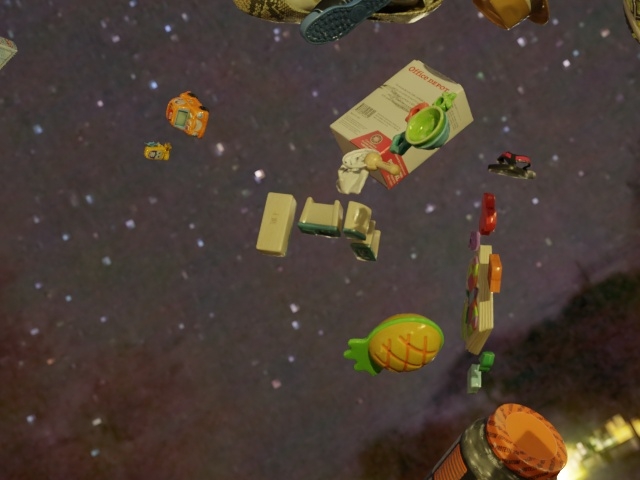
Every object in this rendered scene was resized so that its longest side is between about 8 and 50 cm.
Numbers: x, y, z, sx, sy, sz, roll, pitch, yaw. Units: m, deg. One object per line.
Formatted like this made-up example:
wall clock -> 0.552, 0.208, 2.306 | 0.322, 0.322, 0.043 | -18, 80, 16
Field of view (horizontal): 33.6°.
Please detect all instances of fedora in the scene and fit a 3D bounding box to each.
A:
fedora -> 0.322, -0.442, 1.893 | 0.079, 0.194, 0.194 | -44, -16, -2

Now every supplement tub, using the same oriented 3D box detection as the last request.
supplement tub -> 0.316, 0.485, 2.053 | 0.207, 0.207, 0.338 | -10, -39, -47

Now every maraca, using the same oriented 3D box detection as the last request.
maraca -> 0.135, 0.194, 1.937 | 0.186, 0.099, 0.127 | -21, -54, 18

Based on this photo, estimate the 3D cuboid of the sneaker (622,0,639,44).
sneaker -> 0.617, -0.463, 1.930 | 0.145, 0.384, 0.147 | -39, 6, 2

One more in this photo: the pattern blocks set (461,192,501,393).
pattern blocks set -> 0.294, 0.107, 1.976 | 0.026, 0.325, 0.285 | 5, -36, -2

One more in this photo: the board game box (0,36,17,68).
board game box -> -0.610, -0.288, 1.755 | 0.194, 0.060, 0.194 | 5, -65, -25

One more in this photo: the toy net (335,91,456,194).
toy net -> 0.102, -0.149, 1.602 | 0.232, 0.122, 0.045 | -26, -46, 33

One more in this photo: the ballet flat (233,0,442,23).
ballet flat -> 0.055, -0.551, 2.281 | 0.483, 0.164, 0.182 | -2, 4, -25

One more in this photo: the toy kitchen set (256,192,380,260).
toy kitchen set -> 0.000, 0.000, 2.130 | 0.207, 0.122, 0.166 | 7, -19, 16

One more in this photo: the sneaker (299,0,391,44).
sneaker -> 0.041, -0.474, 2.129 | 0.232, 0.090, 0.081 | -33, -40, -19

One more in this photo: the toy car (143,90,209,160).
toy car -> -0.167, -0.116, 1.195 | 0.040, 0.060, 0.122 | -1, -38, -34

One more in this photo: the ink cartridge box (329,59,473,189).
ink cartridge box -> 0.168, -0.241, 2.176 | 0.237, 0.172, 0.100 | -39, -46, -10

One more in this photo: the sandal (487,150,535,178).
sandal -> 0.329, -0.129, 1.801 | 0.179, 0.067, 0.040 | -6, -71, -69
